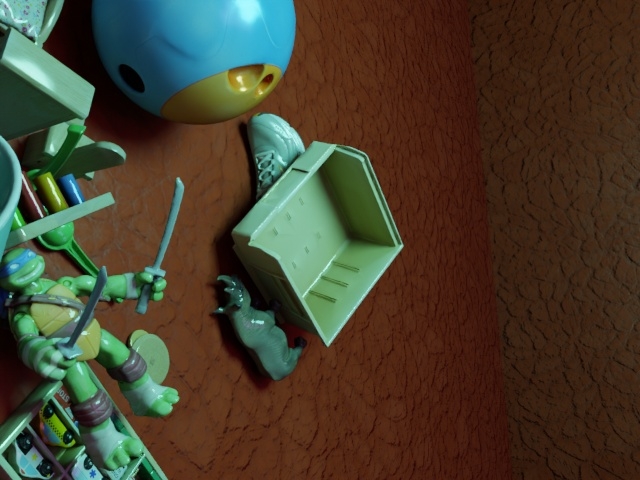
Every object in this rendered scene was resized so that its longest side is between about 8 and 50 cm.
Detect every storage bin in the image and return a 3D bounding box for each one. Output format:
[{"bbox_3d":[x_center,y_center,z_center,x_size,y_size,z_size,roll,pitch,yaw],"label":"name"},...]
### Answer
[{"bbox_3d":[0.000,0.000,1.330,0.262,0.123,0.260,-50,136,-25],"label":"storage bin"}]

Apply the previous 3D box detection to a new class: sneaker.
[{"bbox_3d":[-0.081,-0.106,1.365,0.121,0.099,0.262,-44,119,-50],"label":"sneaker"}]

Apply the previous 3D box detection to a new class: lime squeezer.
[{"bbox_3d":[-0.323,-0.034,0.937,0.310,0.110,0.059,94,-5,-46],"label":"lime squeezer"}]

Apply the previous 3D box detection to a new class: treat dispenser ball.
[{"bbox_3d":[-0.179,-0.311,1.057,0.288,0.288,0.288,23,63,-55],"label":"treat dispenser ball"}]

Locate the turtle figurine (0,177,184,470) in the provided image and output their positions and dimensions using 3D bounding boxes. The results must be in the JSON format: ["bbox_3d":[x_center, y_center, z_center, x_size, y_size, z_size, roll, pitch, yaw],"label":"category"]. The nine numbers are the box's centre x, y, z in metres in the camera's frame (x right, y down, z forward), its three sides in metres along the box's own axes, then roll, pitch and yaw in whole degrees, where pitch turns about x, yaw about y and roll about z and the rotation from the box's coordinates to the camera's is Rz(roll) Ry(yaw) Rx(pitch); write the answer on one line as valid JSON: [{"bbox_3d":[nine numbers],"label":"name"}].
[{"bbox_3d":[-0.238,0.115,0.841,0.198,0.275,0.266,-115,-176,-66],"label":"turtle figurine"}]

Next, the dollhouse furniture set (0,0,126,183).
[{"bbox_3d":[-0.337,-0.299,0.903,0.303,0.174,0.355,38,51,-50],"label":"dollhouse furniture set"}]

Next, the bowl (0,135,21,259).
[{"bbox_3d":[-0.411,0.018,0.618,0.311,0.311,0.163,-55,161,-50],"label":"bowl"}]

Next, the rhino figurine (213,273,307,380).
[{"bbox_3d":[-0.109,0.147,1.268,0.243,0.073,0.106,57,35,-32],"label":"rhino figurine"}]

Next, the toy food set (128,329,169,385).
[{"bbox_3d":[-0.252,0.177,1.068,0.083,0.020,0.082,42,48,-48],"label":"toy food set"}]

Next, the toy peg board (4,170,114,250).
[{"bbox_3d":[-0.347,-0.032,0.812,0.079,0.161,0.160,67,24,-9],"label":"toy peg board"}]

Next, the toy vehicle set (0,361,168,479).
[{"bbox_3d":[-0.298,0.302,0.941,0.267,0.035,0.166,65,34,-26],"label":"toy vehicle set"}]
